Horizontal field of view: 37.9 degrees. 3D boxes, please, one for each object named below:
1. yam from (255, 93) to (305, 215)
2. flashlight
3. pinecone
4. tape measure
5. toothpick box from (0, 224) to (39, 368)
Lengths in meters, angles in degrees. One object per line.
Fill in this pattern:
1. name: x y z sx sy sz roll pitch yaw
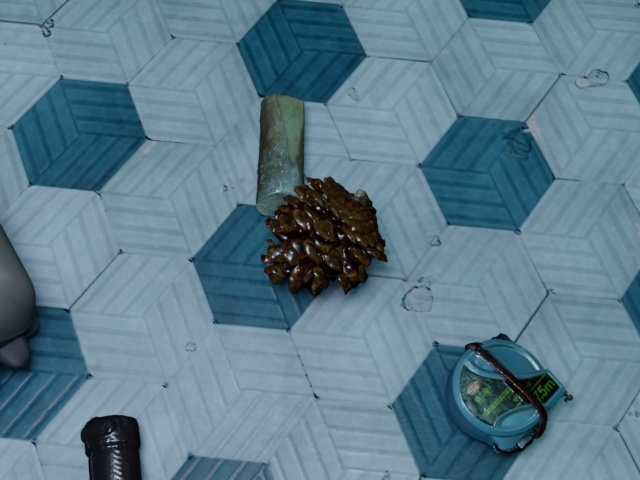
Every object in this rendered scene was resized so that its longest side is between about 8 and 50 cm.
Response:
1. yam: -0.053 -0.122 1.299 0.068 0.068 0.169 2 69 -2
2. flashlight: -0.239 0.324 1.109 0.093 0.093 0.231 -8 63 -5
3. pinecone: 0.000 0.000 1.211 0.174 0.173 0.173 1 68 -2
4. tape measure: 0.225 0.193 1.176 0.125 0.081 0.146 -39 74 -19
5. toothpick box: -0.478 0.035 1.155 0.229 0.229 0.316 -31 74 -13
